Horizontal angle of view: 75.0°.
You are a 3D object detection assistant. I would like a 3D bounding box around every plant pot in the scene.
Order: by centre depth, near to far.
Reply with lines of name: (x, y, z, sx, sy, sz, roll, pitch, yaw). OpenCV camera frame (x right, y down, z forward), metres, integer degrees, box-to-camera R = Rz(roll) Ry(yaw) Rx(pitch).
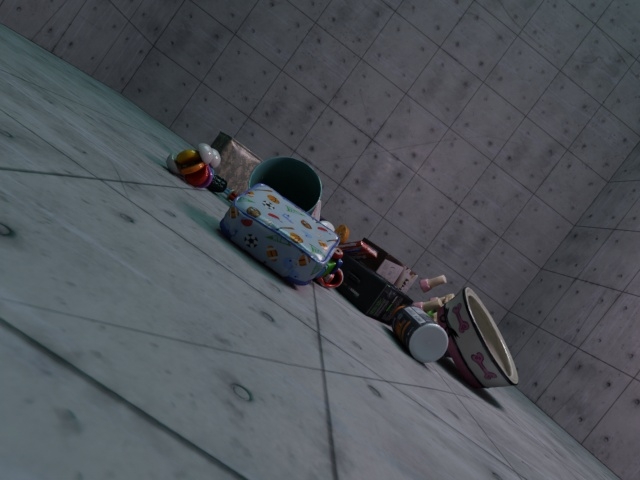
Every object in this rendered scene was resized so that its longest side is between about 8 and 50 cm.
plant pot: (-0.158, -0.163, 1.755, 0.293, 0.293, 0.235, 37, -28, 9)

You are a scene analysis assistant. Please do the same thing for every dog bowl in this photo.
dog bowl: (0.617, 0.400, 1.671, 0.408, 0.150, 0.408, 44, 27, -29)

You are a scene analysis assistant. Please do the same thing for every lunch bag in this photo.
lunch bag: (-0.096, -0.019, 1.116, 0.303, 0.115, 0.243, 36, 25, 0)
lunch bag: (-0.420, -0.352, 2.042, 0.287, 0.235, 0.169, 33, 1, -44)

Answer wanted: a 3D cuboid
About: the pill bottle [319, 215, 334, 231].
pill bottle: (-0.047, -0.057, 2.242, 0.323, 0.181, 0.181, 38, 4, 42)

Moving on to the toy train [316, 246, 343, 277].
toy train: (-0.056, 0.008, 1.278, 0.143, 0.105, 0.248, -20, 64, -42)

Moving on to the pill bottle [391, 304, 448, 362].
pill bottle: (0.316, 0.297, 1.392, 0.130, 0.130, 0.246, 36, 3, -12)

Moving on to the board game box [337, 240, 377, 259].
board game box: (0.065, 0.053, 1.646, 0.281, 0.027, 0.145, -9, -22, 30)

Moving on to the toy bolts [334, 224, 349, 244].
toy bolts: (0.000, 0.000, 1.967, 0.158, 0.218, 0.228, 27, -11, -31)

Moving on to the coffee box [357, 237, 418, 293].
coffee box: (0.294, 0.119, 1.904, 0.297, 0.119, 0.168, 32, 5, -46)

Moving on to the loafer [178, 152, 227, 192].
loafer: (-0.480, -0.264, 1.673, 0.223, 0.076, 0.078, 36, -34, -23)

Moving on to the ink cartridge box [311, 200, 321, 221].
ink cartridge box: (-0.112, -0.129, 2.039, 0.217, 0.159, 0.092, 5, 6, -8)

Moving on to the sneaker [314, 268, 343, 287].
sneaker: (-0.035, 0.064, 1.375, 0.270, 0.090, 0.145, 37, -1, -34)

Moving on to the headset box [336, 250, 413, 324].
headset box: (0.178, 0.182, 1.581, 0.246, 0.131, 0.283, 38, 4, 39)

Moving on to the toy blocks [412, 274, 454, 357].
toy blocks: (0.513, 0.377, 1.980, 0.309, 0.260, 0.288, 59, 29, -11)

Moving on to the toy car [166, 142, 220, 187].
toy car: (-0.436, -0.253, 1.475, 0.182, 0.159, 0.136, 1, 69, -86)

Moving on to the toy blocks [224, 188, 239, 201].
toy blocks: (-0.356, -0.178, 1.822, 0.148, 0.054, 0.123, 36, 4, 10)
